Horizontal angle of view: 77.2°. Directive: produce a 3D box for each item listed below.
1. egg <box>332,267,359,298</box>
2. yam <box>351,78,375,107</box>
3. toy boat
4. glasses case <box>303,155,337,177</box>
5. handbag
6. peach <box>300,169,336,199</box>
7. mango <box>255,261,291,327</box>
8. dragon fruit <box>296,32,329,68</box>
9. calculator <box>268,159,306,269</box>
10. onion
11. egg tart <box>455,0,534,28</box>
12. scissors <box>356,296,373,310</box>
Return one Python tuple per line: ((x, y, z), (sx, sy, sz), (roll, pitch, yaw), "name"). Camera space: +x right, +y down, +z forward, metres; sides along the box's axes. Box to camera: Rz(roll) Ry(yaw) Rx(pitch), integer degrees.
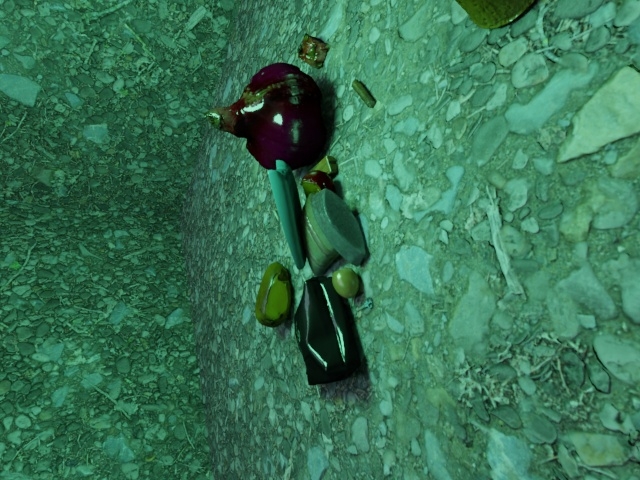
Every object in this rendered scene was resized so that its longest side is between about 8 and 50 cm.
((0.078, 0.132, 1.230), (0.080, 0.080, 0.096), (-33, 65, 53), "egg")
((0.136, -0.475, 1.289), (0.032, 0.032, 0.145), (-59, 40, 36), "yam")
((0.008, -0.025, 1.305), (0.294, 0.111, 0.275), (-21, 90, 50), "toy boat")
((0.001, -0.241, 1.463), (0.170, 0.041, 0.064), (-32, 70, 53), "glasses case")
((-0.013, 0.309, 1.303), (0.287, 0.152, 0.342), (116, 146, -50), "handbag")
((0.003, -0.157, 1.369), (0.093, 0.127, 0.172), (-11, 86, 26), "peach")
((-0.188, 0.219, 1.616), (0.167, 0.130, 0.261), (3, 81, 64), "mango")
((-0.041, -0.751, 1.568), (0.102, 0.096, 0.147), (-60, 40, 29), "dragon fruit")
((-0.099, -0.080, 1.406), (0.256, 0.055, 0.385), (-83, -17, -68), "calculator")
((-0.205, -0.449, 1.475), (0.399, 0.421, 0.397), (11, 104, 53), "onion")
((0.349, -0.565, 0.834), (0.203, 0.147, 0.202), (-15, 73, 60), "egg tart")
((0.130, 0.197, 1.201), (0.083, 0.006, 0.035), (-46, 49, 46), "scissors")
